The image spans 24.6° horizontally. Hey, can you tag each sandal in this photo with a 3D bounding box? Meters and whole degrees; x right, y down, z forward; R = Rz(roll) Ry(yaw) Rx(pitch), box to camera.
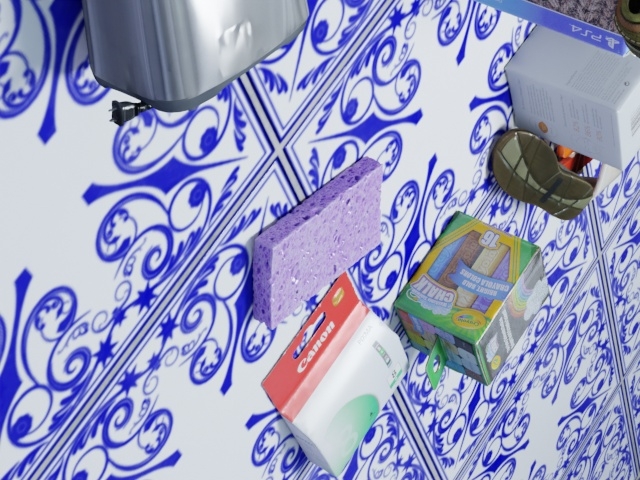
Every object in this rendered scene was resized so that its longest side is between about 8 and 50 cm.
[{"bbox_3d":[0.302,-0.096,2.041,0.219,0.060,0.090,24,112,-44],"label":"sandal"}]

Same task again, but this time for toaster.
[{"bbox_3d":[-0.111,-0.209,1.199,0.227,0.129,0.146,-39,139,-35],"label":"toaster"}]

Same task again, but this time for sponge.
[{"bbox_3d":[0.000,0.000,1.652,0.210,0.031,0.117,-37,142,-40],"label":"sponge"}]

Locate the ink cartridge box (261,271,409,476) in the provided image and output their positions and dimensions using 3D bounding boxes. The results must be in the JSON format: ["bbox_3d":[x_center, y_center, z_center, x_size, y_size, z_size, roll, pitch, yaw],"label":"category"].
[{"bbox_3d":[0.025,0.166,1.810,0.181,0.056,0.225,-54,152,-19],"label":"ink cartridge box"}]

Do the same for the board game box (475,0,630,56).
[{"bbox_3d":[0.280,-0.387,1.602,0.141,0.232,0.291,-41,144,-35],"label":"board game box"}]

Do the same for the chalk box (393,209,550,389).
[{"bbox_3d":[0.190,0.095,1.949,0.213,0.132,0.132,-53,151,-19],"label":"chalk box"}]

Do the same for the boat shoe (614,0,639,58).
[{"bbox_3d":[0.406,-0.327,1.499,0.307,0.110,0.104,-61,152,-4],"label":"boat shoe"}]

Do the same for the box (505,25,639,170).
[{"bbox_3d":[0.343,-0.190,1.931,0.091,0.170,0.130,-52,149,-20],"label":"box"}]

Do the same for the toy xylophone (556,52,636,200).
[{"bbox_3d":[0.423,-0.199,2.152,0.236,0.081,0.323,-24,131,-60],"label":"toy xylophone"}]
